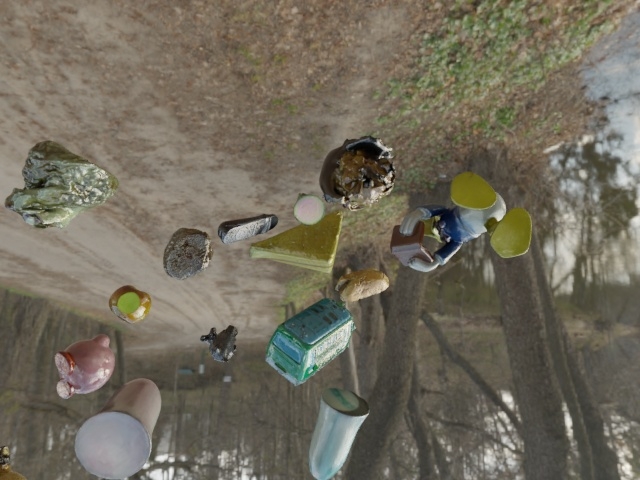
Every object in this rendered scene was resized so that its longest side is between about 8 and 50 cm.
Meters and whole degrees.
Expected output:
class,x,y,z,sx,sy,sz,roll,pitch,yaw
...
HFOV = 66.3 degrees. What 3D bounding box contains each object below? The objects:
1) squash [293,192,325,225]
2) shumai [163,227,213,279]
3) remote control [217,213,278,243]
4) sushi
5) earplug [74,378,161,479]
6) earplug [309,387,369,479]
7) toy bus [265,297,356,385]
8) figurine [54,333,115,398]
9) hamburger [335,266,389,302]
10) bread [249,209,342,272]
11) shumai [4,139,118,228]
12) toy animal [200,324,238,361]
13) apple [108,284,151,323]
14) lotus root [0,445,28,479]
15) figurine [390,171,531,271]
class,x,y,z,sx,sy,sz,roll,pitch,yaw
squash,-0.043,-0.114,1.612,0.105,0.105,0.132,3,-162,-8
shumai,-0.519,0.036,1.958,0.183,0.218,0.185,14,-163,-6
remote control,-0.271,-0.055,1.831,0.265,0.066,0.090,-19,147,-44
sushi,0.109,-0.182,1.419,0.213,0.204,0.200,13,159,-37
earplug,-0.492,0.451,1.280,0.172,0.173,0.301,2,-171,-5
earplug,0.048,0.735,1.808,0.184,0.324,0.185,16,-170,-3
toy bus,-0.026,0.348,1.790,0.183,0.200,0.343,31,-147,26
figurine,-0.738,0.395,1.551,0.173,0.173,0.173,1,169,0
hamburger,0.213,0.206,2.393,0.261,0.124,0.131,-16,138,-18
bread,-0.105,-0.012,2.033,0.361,0.245,0.233,10,167,3
shumai,-0.640,-0.118,1.211,0.189,0.218,0.256,35,170,1
toy animal,-0.306,0.344,1.611,0.117,0.121,0.210,-40,-167,-16
apple,-0.552,0.183,1.426,0.114,0.102,0.099,36,159,-3
lotus root,-0.926,0.758,1.412,0.182,0.310,0.183,-17,159,-7
figurine,0.309,-0.013,1.171,0.283,0.205,0.338,-29,174,7
